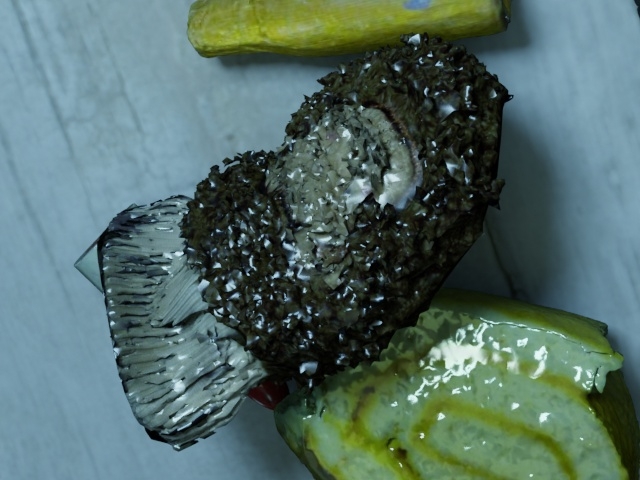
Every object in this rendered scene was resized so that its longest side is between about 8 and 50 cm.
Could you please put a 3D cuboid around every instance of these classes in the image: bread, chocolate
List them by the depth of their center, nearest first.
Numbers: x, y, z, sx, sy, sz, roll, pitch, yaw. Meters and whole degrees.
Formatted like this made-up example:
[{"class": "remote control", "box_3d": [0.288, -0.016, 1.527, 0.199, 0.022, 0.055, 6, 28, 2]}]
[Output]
[{"class": "chocolate", "box_3d": [0.016, -0.156, 1.006, 0.219, 0.085, 0.085, -10, 103, 16]}, {"class": "bread", "box_3d": [0.099, 0.121, 1.045, 0.257, 0.124, 0.186, 17, 101, 6]}]

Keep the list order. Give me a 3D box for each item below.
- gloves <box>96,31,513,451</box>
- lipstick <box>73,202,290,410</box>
[{"class": "gloves", "box_3d": [-0.004, -0.006, 0.973, 0.312, 0.210, 0.135, -27, 125, 23]}, {"class": "lipstick", "box_3d": [-0.091, 0.060, 1.097, 0.186, 0.057, 0.063, 45, 80, -9]}]
